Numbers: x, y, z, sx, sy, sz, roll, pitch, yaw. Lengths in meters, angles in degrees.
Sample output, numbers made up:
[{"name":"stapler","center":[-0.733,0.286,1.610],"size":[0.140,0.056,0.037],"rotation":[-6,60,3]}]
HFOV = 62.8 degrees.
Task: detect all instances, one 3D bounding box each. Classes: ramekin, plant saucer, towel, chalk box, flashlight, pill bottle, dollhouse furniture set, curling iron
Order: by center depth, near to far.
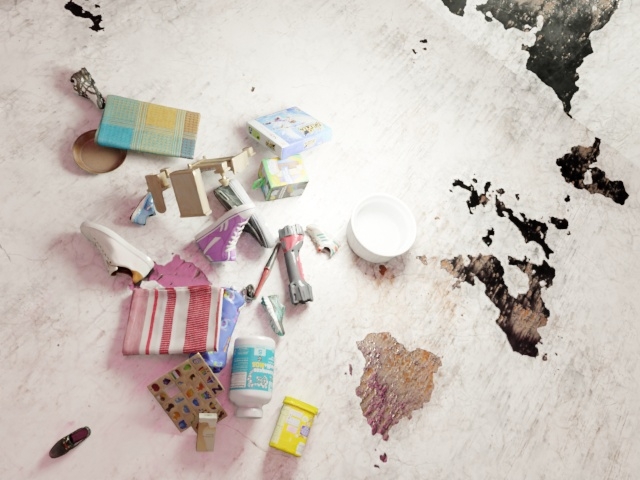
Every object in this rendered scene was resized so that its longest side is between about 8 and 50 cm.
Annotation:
[{"name":"towel","center":[-0.502,0.269,1.786],"size":[0.328,0.037,0.237],"rotation":[-4,64,6]},{"name":"pill bottle","center":[-0.233,0.467,1.788],"size":[0.146,0.146,0.264],"rotation":[7,67,-13]},{"name":"curling iron","center":[-0.218,0.115,1.999],"size":[0.068,0.035,0.274],"rotation":[31,64,-2]},{"name":"plant saucer","center":[-0.845,-0.336,2.014],"size":[0.198,0.036,0.199],"rotation":[6,66,-14]},{"name":"flashlight","center":[-0.088,0.092,2.017],"size":[0.103,0.103,0.304],"rotation":[-16,75,7]},{"name":"dollhouse furniture set","center":[-0.445,-0.229,2.042],"size":[0.303,0.174,0.355],"rotation":[-2,21,19]},{"name":"towel","center":[-0.675,-0.445,2.077],"size":[0.370,0.040,0.272],"rotation":[9,54,-14]},{"name":"chalk box","center":[-0.174,-0.249,2.110],"size":[0.213,0.132,0.132],"rotation":[-11,72,-21]},{"name":"ramekin","center":[0.239,-0.042,2.136],"size":[0.277,0.135,0.277],"rotation":[6,66,-13]}]

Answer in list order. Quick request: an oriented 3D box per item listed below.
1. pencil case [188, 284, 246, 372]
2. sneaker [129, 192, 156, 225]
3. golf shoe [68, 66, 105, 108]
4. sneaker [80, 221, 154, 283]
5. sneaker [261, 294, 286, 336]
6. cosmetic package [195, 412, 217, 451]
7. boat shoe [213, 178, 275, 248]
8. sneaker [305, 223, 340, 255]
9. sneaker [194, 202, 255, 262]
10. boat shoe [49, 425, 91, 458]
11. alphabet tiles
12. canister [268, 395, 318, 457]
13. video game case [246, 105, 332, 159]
[{"name":"pencil case","center":[-0.357,0.311,1.832],"size":[0.133,0.119,0.306],"rotation":[11,65,9]},{"name":"sneaker","center":[-0.650,-0.124,1.978],"size":[0.073,0.063,0.162],"rotation":[35,65,-20]},{"name":"golf shoe","center":[-0.928,-0.589,2.085],"size":[0.093,0.077,0.198],"rotation":[-30,74,-10]},{"name":"sneaker","center":[-0.741,0.045,1.844],"size":[0.290,0.106,0.123],"rotation":[33,61,-2]},{"name":"sneaker","center":[-0.157,0.271,1.939],"size":[0.076,0.065,0.167],"rotation":[-18,75,-25]},{"name":"cosmetic package","center":[-0.374,0.628,1.715],"size":[0.060,0.041,0.115],"rotation":[4,93,-13]},{"name":"boat shoe","center":[-0.299,-0.086,2.030],"size":[0.119,0.121,0.335],"rotation":[-31,68,-17]},{"name":"sneaker","center":[0.000,0.000,2.095],"size":[0.161,0.057,0.075],"rotation":[36,58,-2]},{"name":"sneaker","center":[-0.321,-0.016,1.930],"size":[0.161,0.282,0.102],"rotation":[59,26,4]},{"name":"boat shoe","center":[-0.781,0.626,1.629],"size":[0.133,0.042,0.049],"rotation":[-31,81,-23]},{"name":"alphabet tiles","center":[-0.419,0.518,1.725],"size":[0.198,0.009,0.237],"rotation":[-33,101,-4]},{"name":"canister","center":[-0.093,0.638,1.796],"size":[0.126,0.073,0.170],"rotation":[24,65,-5]},{"name":"video game case","center":[-0.129,-0.454,2.173],"size":[0.269,0.061,0.244],"rotation":[-28,52,-33]}]
